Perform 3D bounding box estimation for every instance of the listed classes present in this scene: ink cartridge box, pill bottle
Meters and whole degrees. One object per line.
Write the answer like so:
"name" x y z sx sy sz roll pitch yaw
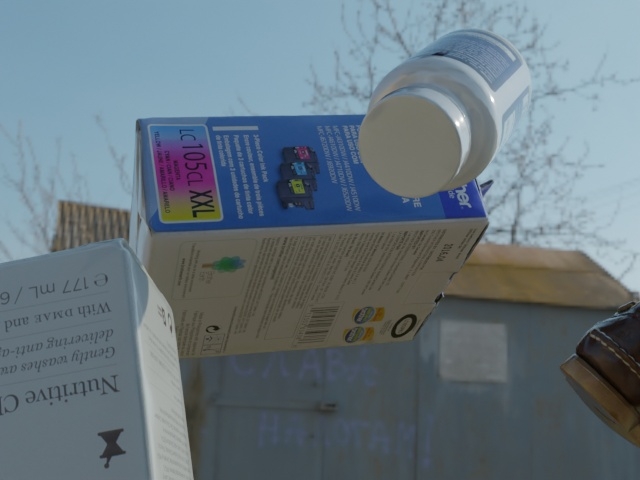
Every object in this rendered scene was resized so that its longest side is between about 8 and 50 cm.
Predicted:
"ink cartridge box" 0.000 0.000 0.985 0.395 0.151 0.270 -1 -32 -15
"pill bottle" 0.088 -0.090 0.647 0.094 0.094 0.169 -2 21 25

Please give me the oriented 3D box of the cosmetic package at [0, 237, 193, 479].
"cosmetic package" -0.183 0.218 0.561 0.217 0.385 0.156 -12 -21 -2

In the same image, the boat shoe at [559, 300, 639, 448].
"boat shoe" 0.209 0.090 0.612 0.073 0.073 0.207 42 0 21
